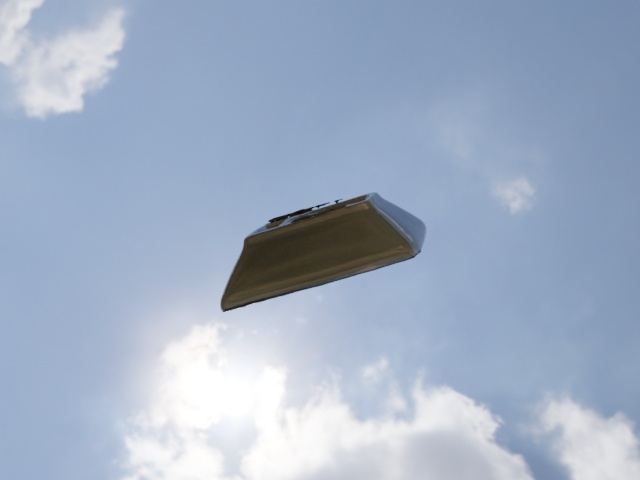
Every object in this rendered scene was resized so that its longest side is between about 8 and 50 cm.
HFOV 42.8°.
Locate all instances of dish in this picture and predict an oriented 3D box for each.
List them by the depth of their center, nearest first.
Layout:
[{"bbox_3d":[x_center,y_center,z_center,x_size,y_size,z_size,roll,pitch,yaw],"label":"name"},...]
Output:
[{"bbox_3d":[0.000,0.000,0.989,0.243,0.182,0.080,-17,-82,13],"label":"dish"}]
